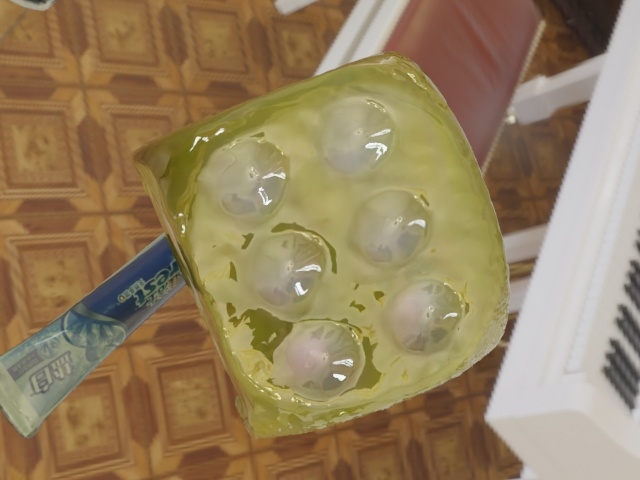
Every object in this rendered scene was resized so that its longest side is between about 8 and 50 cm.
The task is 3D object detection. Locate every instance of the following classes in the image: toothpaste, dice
[{"bbox_3d":[-0.173,0.055,0.952,0.268,0.047,0.069,-42,149,-28],"label":"toothpaste"},{"bbox_3d":[0.000,0.000,0.854,0.226,0.233,0.238,-21,97,-6],"label":"dice"}]

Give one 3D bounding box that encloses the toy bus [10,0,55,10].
[{"bbox_3d":[-0.095,-0.221,0.436,0.133,0.234,0.116,40,4,7],"label":"toy bus"}]
